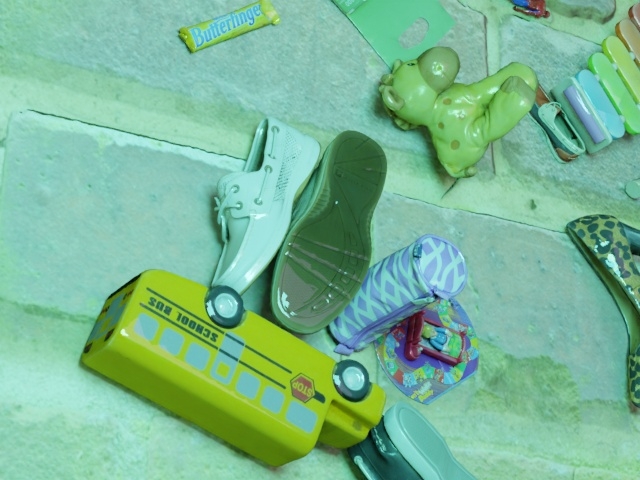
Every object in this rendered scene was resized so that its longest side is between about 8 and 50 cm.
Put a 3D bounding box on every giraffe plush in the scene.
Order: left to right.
[{"bbox_3d":[0.169,-0.190,1.875,0.170,0.181,0.210,39,88,-7],"label":"giraffe plush"}]

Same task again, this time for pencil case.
[{"bbox_3d":[0.091,0.067,1.675,0.086,0.206,0.088,18,58,-28],"label":"pencil case"}]

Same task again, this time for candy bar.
[{"bbox_3d":[-0.118,-0.279,1.798,0.161,0.018,0.040,-27,87,-39],"label":"candy bar"}]

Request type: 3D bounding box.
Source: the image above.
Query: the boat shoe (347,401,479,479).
[{"bbox_3d":[0.153,0.332,1.680,0.302,0.091,0.114,53,25,-2],"label":"boat shoe"}]

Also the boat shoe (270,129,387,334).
[{"bbox_3d":[0.000,0.000,1.705,0.109,0.098,0.302,29,53,-14],"label":"boat shoe"}]

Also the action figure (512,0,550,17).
[{"bbox_3d":[0.308,-0.367,2.108,0.115,0.030,0.038,24,64,-29],"label":"action figure"}]

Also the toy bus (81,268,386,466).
[{"bbox_3d":[-0.092,0.153,1.577,0.333,0.108,0.130,32,57,-19],"label":"toy bus"}]

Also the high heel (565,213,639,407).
[{"bbox_3d":[0.413,0.095,1.968,0.186,0.093,0.261,19,68,-6],"label":"high heel"}]

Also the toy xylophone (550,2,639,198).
[{"bbox_3d":[0.488,-0.213,2.126,0.236,0.081,0.323,52,51,-5],"label":"toy xylophone"}]

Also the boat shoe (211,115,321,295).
[{"bbox_3d":[-0.088,-0.042,1.675,0.096,0.098,0.277,36,46,-16],"label":"boat shoe"}]

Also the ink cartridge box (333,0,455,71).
[{"bbox_3d":[0.090,-0.366,1.950,0.235,0.056,0.171,47,53,-6],"label":"ink cartridge box"}]

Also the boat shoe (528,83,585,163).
[{"bbox_3d":[0.344,-0.180,2.044,0.049,0.043,0.137,-24,84,-36],"label":"boat shoe"}]

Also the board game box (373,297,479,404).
[{"bbox_3d":[0.148,0.129,1.792,0.169,0.033,0.133,-27,86,-37],"label":"board game box"}]
